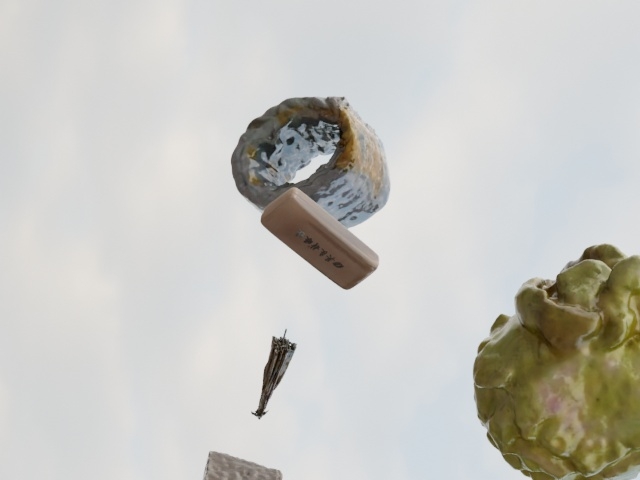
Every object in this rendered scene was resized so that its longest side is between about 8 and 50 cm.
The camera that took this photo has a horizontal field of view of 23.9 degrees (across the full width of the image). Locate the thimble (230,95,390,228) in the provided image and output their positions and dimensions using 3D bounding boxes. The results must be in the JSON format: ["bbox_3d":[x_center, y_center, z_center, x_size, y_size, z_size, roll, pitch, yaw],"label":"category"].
[{"bbox_3d":[-0.008,-0.079,1.646,0.151,0.118,0.127,-18,-117,19],"label":"thimble"}]

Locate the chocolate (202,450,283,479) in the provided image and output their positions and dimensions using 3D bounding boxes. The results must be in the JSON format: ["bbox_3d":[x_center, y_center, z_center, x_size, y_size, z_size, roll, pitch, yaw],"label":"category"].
[{"bbox_3d":[-0.104,0.384,1.801,0.321,0.111,0.112,-89,-169,-66],"label":"chocolate"}]

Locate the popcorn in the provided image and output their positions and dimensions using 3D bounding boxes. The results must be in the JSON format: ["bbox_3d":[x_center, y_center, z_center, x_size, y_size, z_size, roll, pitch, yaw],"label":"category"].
[{"bbox_3d":[0.267,0.120,1.512,0.212,0.259,0.259,-96,-169,-76],"label":"popcorn"}]

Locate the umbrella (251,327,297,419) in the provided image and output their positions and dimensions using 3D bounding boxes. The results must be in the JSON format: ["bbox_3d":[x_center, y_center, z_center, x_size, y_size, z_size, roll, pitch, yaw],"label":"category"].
[{"bbox_3d":[-0.037,0.104,1.170,0.031,0.020,0.083,-99,-151,-61],"label":"umbrella"}]

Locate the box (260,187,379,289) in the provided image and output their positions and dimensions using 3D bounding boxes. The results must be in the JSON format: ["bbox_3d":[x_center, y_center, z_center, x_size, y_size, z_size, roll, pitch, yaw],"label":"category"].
[{"bbox_3d":[0.000,0.000,1.384,0.048,0.115,0.025,-34,-152,34],"label":"box"}]
